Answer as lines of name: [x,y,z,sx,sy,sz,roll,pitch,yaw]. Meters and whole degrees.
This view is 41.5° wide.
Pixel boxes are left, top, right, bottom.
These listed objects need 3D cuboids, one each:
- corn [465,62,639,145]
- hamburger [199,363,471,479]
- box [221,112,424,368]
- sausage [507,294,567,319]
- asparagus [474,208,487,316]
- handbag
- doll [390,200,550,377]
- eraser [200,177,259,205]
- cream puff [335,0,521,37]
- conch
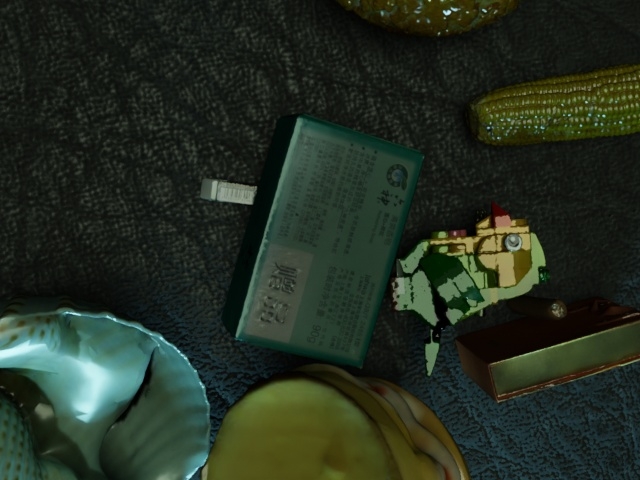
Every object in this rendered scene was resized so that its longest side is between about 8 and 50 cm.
corn: [0.281,-0.149,0.958,0.231,0.080,0.080,-10,96,-6]
hamburger: [0.035,0.271,0.883,0.276,0.237,0.276,-6,79,32]
box: [0.000,0.000,0.920,0.153,0.092,0.245,16,92,-17]
sausage: [0.244,0.074,0.953,0.026,0.116,0.026,0,89,-10]
asparagus: [0.189,0.026,0.991,0.015,0.018,0.127,2,92,33]
handbag: [0.262,0.118,0.953,0.190,0.127,0.062,-15,98,-5]
doll: [0.160,0.045,0.937,0.186,0.106,0.134,-33,84,7]
eraser: [-0.085,-0.053,0.951,0.099,0.019,0.027,6,95,-10]
cream puff: [0.113,-0.356,0.856,0.303,0.212,0.303,-1,98,-11]
conch: [-0.285,0.184,0.855,0.319,0.215,0.303,16,99,-39]
